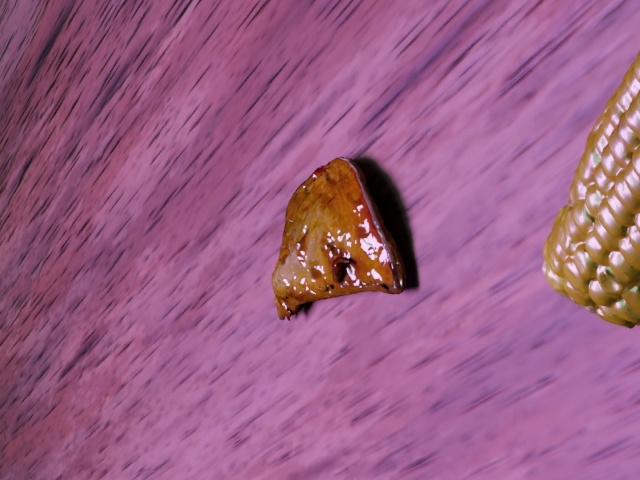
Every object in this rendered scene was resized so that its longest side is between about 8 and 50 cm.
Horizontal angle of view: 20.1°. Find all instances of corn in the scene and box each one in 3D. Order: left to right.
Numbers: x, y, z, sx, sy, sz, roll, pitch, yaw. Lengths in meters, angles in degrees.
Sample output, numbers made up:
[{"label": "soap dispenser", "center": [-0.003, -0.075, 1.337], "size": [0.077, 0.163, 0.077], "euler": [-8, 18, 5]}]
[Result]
[{"label": "corn", "center": [0.153, -0.049, 0.636], "size": [0.261, 0.097, 0.097], "euler": [119, 143, -54]}]

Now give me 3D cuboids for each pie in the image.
[{"label": "pie", "center": [0.001, -0.002, 1.074], "size": [0.191, 0.033, 0.088], "euler": [161, 111, -66]}]
